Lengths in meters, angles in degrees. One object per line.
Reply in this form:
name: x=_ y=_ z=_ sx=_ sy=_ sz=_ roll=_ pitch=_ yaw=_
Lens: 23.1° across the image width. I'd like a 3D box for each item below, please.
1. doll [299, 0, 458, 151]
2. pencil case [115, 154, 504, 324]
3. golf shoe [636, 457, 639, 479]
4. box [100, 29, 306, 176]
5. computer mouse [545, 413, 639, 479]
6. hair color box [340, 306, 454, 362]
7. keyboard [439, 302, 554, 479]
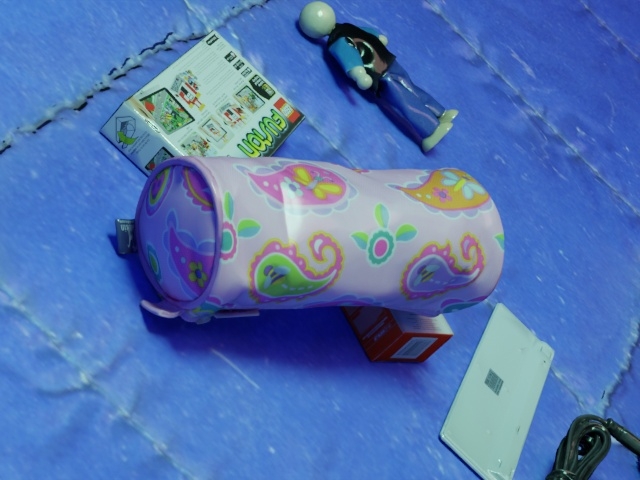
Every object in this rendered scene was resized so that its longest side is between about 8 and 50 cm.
doll: x=0.055 y=-0.172 z=1.578 sx=0.189 sy=0.046 sz=0.129 roll=43 pitch=27 yaw=-6
pencil case: x=0.000 y=0.000 z=1.155 sx=0.284 sy=0.124 sz=0.124 roll=0 pitch=50 yaw=-38
golf shoe: x=0.333 y=0.216 z=1.422 sx=0.086 sy=0.067 sz=0.186 roll=47 pitch=37 yaw=-10
box: x=-0.091 y=-0.096 z=1.288 sx=0.114 sy=0.036 sz=0.207 roll=44 pitch=28 yaw=-4
computer mouse: x=0.279 y=0.260 z=1.282 sx=0.262 sy=0.060 sz=0.184 roll=33 pitch=41 yaw=-3
hair color box: x=0.044 y=0.032 z=1.292 sx=0.072 sy=0.043 sz=0.141 roll=7 pitch=47 yaw=-49
keyboard: x=0.155 y=0.130 z=1.350 sx=0.072 sy=0.014 sz=0.256 roll=39 pitch=28 yaw=-1
